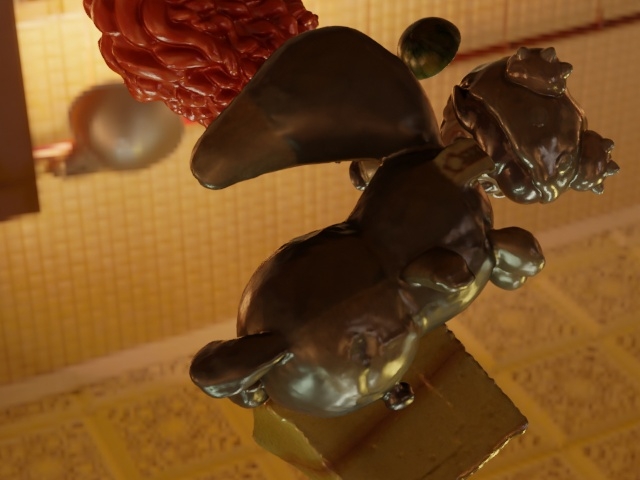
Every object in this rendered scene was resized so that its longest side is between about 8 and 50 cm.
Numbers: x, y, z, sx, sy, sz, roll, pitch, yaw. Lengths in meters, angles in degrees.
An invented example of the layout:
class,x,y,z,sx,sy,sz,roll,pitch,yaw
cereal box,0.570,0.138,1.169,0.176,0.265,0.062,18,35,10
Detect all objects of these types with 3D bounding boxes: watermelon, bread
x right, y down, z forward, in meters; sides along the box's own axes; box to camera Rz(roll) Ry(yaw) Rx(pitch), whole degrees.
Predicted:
class,x,y,z,sx,sy,sz,roll,pitch,yaw
watermelon,0.155,-0.293,2.256,0.105,0.062,0.105,-23,-134,26
bread,0.056,0.218,1.927,0.245,0.233,0.362,-41,-176,-9

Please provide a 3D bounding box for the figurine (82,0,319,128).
class,x,y,z,sx,sy,sz,roll,pitch,yaw
figurine,-0.119,-0.267,2.023,0.306,0.241,0.412,51,-162,13

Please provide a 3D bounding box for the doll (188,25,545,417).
class,x,y,z,sx,sy,sz,roll,pitch,yaw
doll,-0.001,0.006,1.627,0.382,0.252,0.378,-32,-109,-7

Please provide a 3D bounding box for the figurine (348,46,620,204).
class,x,y,z,sx,sy,sz,roll,pitch,yaw
figurine,0.229,-0.133,2.203,0.380,0.248,0.203,-20,-160,33
